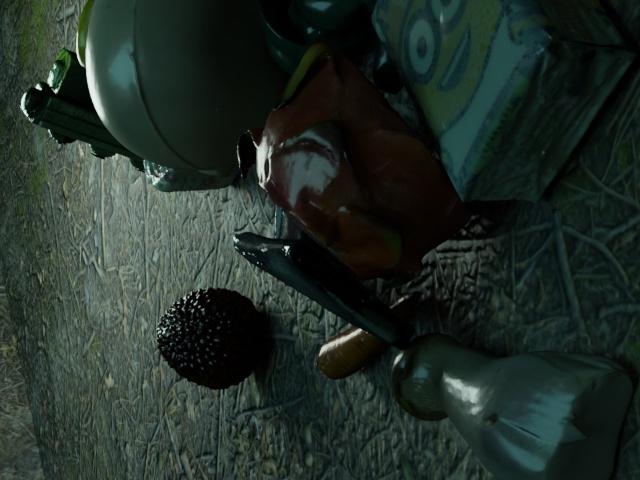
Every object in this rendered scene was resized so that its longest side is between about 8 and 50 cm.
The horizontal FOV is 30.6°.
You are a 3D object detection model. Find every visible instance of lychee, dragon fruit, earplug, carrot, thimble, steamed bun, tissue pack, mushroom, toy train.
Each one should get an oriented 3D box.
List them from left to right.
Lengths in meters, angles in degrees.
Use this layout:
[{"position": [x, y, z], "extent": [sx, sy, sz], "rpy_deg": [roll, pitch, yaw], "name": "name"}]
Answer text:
[{"position": [-0.400, -0.251, 2.233], "extent": [0.178, 0.330, 0.138], "rpy_deg": [-64, 33, 11], "name": "toy train"}, {"position": [-0.228, -0.194, 2.059], "extent": [0.185, 0.149, 0.211], "rpy_deg": [140, 123, -60], "name": "thimble"}, {"position": [-0.192, -0.287, 1.761], "extent": [0.334, 0.334, 0.374], "rpy_deg": [-40, 32, 58], "name": "steamed bun"}, {"position": [-0.188, 0.165, 1.985], "extent": [0.188, 0.188, 0.188], "rpy_deg": [10, 102, 63], "name": "lychee"}, {"position": [0.029, -0.290, 1.575], "extent": [0.257, 0.164, 0.280], "rpy_deg": [43, 157, 4], "name": "earplug"}, {"position": [0.037, -0.069, 1.370], "extent": [0.189, 0.290, 0.291], "rpy_deg": [-42, 41, 5], "name": "dragon fruit"}, {"position": [0.072, 0.130, 1.604], "extent": [0.256, 0.061, 0.061], "rpy_deg": [-40, 57, 47], "name": "carrot"}, {"position": [0.181, -0.225, 1.259], "extent": [0.228, 0.128, 0.311], "rpy_deg": [116, 143, -44], "name": "tissue pack"}, {"position": [0.202, 0.175, 1.291], "extent": [0.159, 0.122, 0.328], "rpy_deg": [-56, 28, -8], "name": "mushroom"}]

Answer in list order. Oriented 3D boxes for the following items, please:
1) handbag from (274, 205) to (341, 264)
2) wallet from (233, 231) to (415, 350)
[{"position": [0.000, 0.000, 1.722], "extent": [0.139, 0.072, 0.115], "rpy_deg": [11, 101, 50], "name": "handbag"}, {"position": [-0.006, 0.055, 1.520], "extent": [0.046, 0.190, 0.379], "rpy_deg": [-56, 12, -5], "name": "wallet"}]
